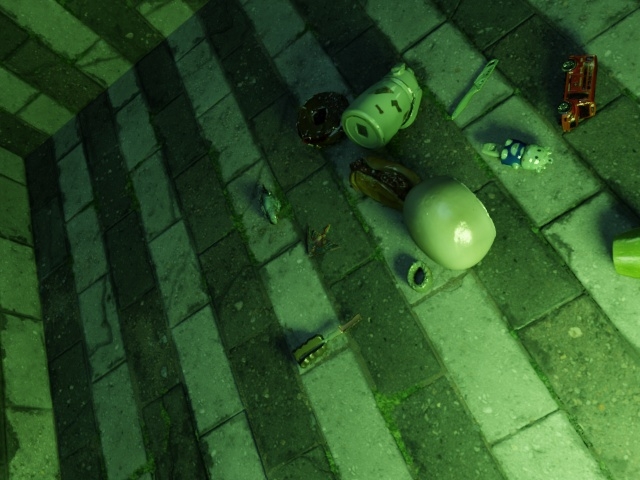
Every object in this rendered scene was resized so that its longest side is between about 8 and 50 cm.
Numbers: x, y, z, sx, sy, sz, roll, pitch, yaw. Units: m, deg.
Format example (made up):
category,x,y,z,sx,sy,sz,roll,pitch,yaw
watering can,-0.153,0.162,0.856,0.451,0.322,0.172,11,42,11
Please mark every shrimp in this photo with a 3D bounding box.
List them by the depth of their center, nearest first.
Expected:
category,x,y,z,sx,sy,sz,roll,pitch,yaw
shrimp,-0.223,-0.168,2.202,0.090,0.079,0.233,-11,57,-16

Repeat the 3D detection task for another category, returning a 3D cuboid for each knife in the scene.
category,x,y,z,sx,sy,sz,roll,pitch,yaw
knife,0.598,-0.587,1.956,0.043,0.020,0.293,34,88,36

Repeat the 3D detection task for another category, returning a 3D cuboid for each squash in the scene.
category,x,y,z,sx,sy,sz,roll,pitch,yaw
squash,0.921,0.039,1.454,0.122,0.170,0.170,-4,68,40

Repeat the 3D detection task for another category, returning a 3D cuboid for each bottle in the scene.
category,x,y,z,sx,sy,sz,roll,pitch,yaw
bottle,0.261,-0.531,1.997,0.229,0.229,0.352,25,63,33

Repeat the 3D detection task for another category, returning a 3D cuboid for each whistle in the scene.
category,x,y,z,sx,sy,sz,roll,pitch,yaw
whistle,0.682,-0.302,1.752,0.244,0.092,0.110,22,86,32

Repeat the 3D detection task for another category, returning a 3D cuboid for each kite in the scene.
category,x,y,z,sx,sy,sz,roll,pitch,yaw
kite,0.000,0.000,2.049,0.190,0.010,0.159,35,87,32

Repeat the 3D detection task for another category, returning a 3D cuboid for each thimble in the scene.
category,x,y,z,sx,sy,sz,roll,pitch,yaw
thimble,0.350,0.126,1.778,0.084,0.062,0.110,0,71,28

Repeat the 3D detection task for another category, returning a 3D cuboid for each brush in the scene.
category,x,y,z,sx,sy,sz,roll,pitch,yaw
brush,0.029,0.361,1.858,0.301,0.071,0.084,-37,69,10

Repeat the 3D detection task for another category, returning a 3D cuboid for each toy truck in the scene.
category,x,y,z,sx,sy,sz,roll,pitch,yaw
toy truck,0.878,-0.501,1.717,0.114,0.107,0.253,4,72,30

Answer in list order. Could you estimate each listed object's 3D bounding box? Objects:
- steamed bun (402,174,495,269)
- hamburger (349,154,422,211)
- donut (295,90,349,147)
category,x,y,z,sx,sy,sz,roll,pitch,yaw
steamed bun,0.406,-0.049,1.665,0.206,0.324,0.324,-38,57,-5
hamburger,0.251,-0.223,1.915,0.282,0.245,0.156,35,82,-10
donut,0.017,-0.524,2.195,0.269,0.103,0.270,-12,63,26
